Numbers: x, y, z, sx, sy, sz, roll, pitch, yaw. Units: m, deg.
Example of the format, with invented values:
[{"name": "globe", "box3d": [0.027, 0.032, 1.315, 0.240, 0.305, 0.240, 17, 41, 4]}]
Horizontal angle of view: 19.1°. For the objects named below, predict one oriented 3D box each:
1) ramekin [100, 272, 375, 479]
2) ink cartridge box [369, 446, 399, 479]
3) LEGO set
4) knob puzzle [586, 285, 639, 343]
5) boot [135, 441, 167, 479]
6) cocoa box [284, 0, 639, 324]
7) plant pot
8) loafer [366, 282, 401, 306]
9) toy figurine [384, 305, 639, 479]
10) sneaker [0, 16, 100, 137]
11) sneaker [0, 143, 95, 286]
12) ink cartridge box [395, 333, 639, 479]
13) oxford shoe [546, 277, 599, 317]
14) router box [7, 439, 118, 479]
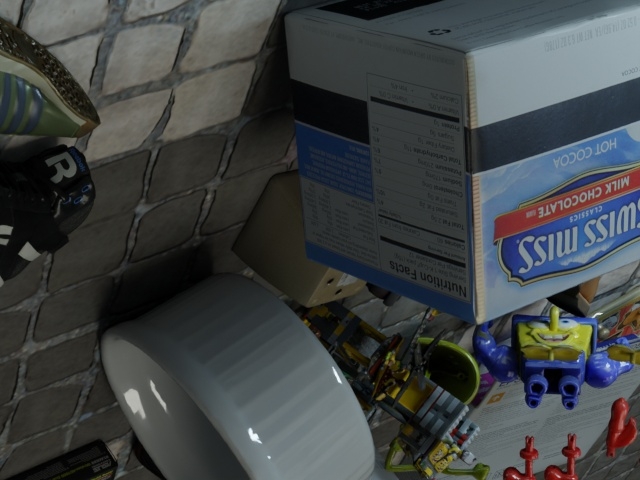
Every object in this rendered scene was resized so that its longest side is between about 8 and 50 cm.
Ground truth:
[{"name": "ramekin", "box3d": [-0.073, 0.163, 1.795, 0.135, 0.277, 0.277, -36, 156, -20]}, {"name": "ink cartridge box", "box3d": [0.071, 0.333, 2.378, 0.060, 0.180, 0.104, -44, 154, 14]}, {"name": "LEGO set", "box3d": [0.047, 0.214, 2.067, 0.255, 0.192, 0.331, -48, 155, -17]}, {"name": "knob puzzle", "box3d": [0.415, 0.136, 2.671, 0.213, 0.030, 0.213, -30, 155, -16]}, {"name": "boot", "box3d": [-0.131, 0.231, 2.093, 0.106, 0.082, 0.219, -56, 154, -14]}, {"name": "cocoa box", "box3d": [0.177, -0.104, 1.608, 0.347, 0.231, 0.228, -19, 115, -34]}, {"name": "plant pot", "box3d": [0.000, 0.000, 1.805, 0.109, 0.096, 0.109, -13, 146, -40]}, {"name": "loafer", "box3d": [0.092, -0.050, 1.879, 0.109, 0.095, 0.302, -57, 176, -38]}, {"name": "toy figurine", "box3d": [0.255, 0.170, 2.320, 0.217, 0.362, 0.191, -69, 158, -67]}, {"name": "sneaker", "box3d": [-0.237, -0.107, 1.356, 0.086, 0.064, 0.192, -33, 156, 9]}, {"name": "sneaker", "box3d": [-0.236, -0.046, 1.449, 0.121, 0.079, 0.217, -35, 164, -13]}, {"name": "ink cartridge box", "box3d": [0.289, 0.222, 2.582, 0.324, 0.071, 0.330, -12, 145, -32]}, {"name": "oxford shoe", "box3d": [0.299, 0.027, 2.303, 0.076, 0.076, 0.212, -61, 160, -7]}, {"name": "router box", "box3d": [-0.276, 0.266, 1.972, 0.122, 0.038, 0.092, -22, 152, -31]}]
